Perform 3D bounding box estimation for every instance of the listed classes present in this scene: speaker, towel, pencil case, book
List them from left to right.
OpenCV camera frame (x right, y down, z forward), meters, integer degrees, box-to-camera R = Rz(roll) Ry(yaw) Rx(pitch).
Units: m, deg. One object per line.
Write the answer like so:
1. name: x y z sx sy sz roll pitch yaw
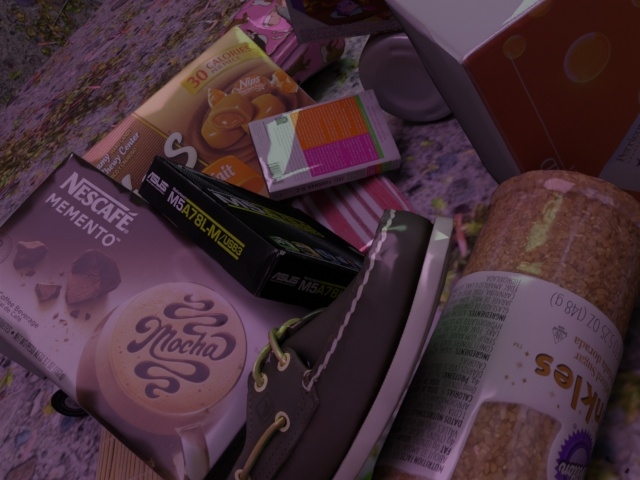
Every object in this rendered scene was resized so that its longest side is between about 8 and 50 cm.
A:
1. speaker: -0.291 0.144 0.813 0.055 0.055 0.136 -33 37 12
2. pencil case: -0.135 -0.185 0.930 0.160 0.167 0.386 35 77 19
3. towel: 0.000 0.000 0.719 0.197 0.029 0.144 -39 38 5
4. book: 0.003 -0.102 0.719 0.144 0.035 0.096 -15 60 -8

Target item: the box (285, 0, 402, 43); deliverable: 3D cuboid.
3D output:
1. box: 0.096 -0.296 0.608 0.293 0.201 0.057 -3 53 14

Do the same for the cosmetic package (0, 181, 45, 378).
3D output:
1. cosmetic package: -0.369 0.027 0.940 0.224 0.138 0.224 -44 35 -1

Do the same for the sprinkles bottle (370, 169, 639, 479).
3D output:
1. sprinkles bottle: 0.103 0.123 0.409 0.121 0.121 0.356 2 54 44

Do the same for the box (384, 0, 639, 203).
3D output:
1. box: 0.260 -0.189 0.509 0.345 0.215 0.168 -35 36 10

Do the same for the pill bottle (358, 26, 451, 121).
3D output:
1. pill bottle: 0.135 -0.256 0.777 0.124 0.124 0.222 -4 50 41

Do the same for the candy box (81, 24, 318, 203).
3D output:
1. candy box: -0.148 -0.075 0.775 0.316 0.183 0.087 -44 -5 -11

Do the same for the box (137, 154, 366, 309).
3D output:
1. box: -0.034 0.002 0.578 0.184 0.190 0.045 38 103 40

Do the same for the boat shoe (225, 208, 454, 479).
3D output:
1. boat shoe: -0.008 0.108 0.418 0.305 0.091 0.109 -69 -9 26

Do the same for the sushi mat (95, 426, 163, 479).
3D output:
1. sushi mat: -0.183 0.144 0.745 0.151 0.019 0.317 -32 37 15

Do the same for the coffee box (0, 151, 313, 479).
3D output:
1. coffee box: -0.154 0.073 0.592 0.297 0.119 0.168 32 74 21
